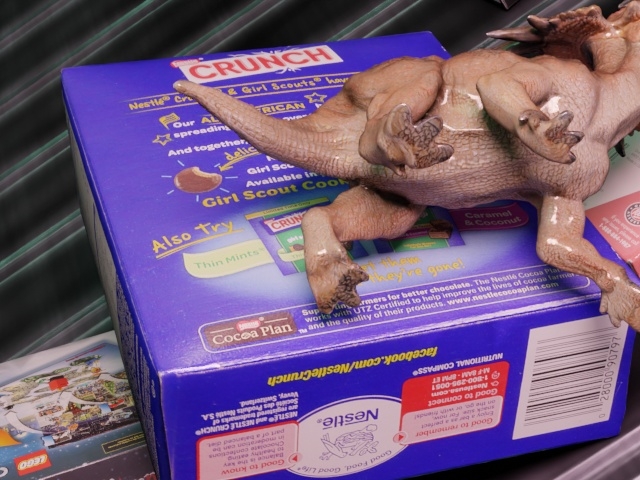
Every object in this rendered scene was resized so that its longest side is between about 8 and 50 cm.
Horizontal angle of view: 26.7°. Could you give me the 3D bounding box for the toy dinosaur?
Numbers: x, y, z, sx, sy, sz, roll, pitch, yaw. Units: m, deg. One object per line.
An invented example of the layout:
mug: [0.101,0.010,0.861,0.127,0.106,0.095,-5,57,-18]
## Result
toy dinosaur: [0.076,-0.062,0.709,0.295,0.127,0.200,0,34,-1]

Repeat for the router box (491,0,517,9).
router box: [0.189,-0.356,1.158,0.309,0.081,0.243,-42,38,-6]

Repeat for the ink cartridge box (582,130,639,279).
ink cartridge box: [0.242,-0.058,0.829,0.198,0.067,0.115,-40,39,-1]

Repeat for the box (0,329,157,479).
box: [-0.197,0.135,0.898,0.233,0.044,0.159,-16,28,-16]

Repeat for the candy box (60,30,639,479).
candy box: [0.000,0.000,0.824,0.268,0.122,0.317,-8,38,-15]
